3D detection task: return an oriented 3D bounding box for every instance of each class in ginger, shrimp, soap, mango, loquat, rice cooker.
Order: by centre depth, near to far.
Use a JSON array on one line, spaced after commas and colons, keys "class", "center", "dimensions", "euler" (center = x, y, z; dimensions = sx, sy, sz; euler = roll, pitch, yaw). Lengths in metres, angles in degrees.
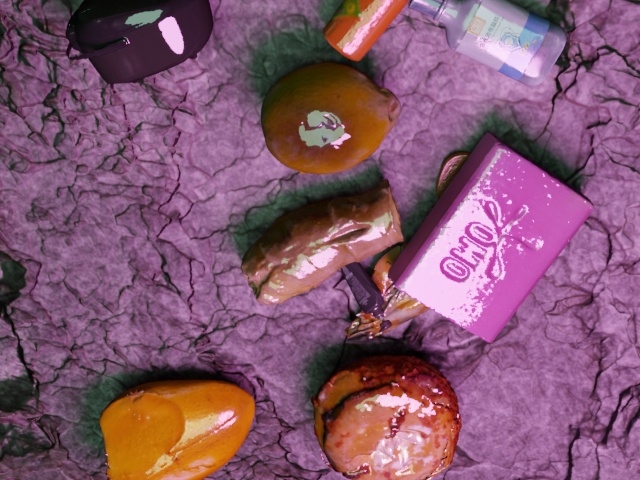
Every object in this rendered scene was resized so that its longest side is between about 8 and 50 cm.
[{"class": "rice cooker", "center": [-0.241, -0.285, 1.251], "dimensions": [0.203, 0.142, 0.118], "euler": [-14, 126, 16]}, {"class": "loquat", "center": [0.012, -0.167, 1.280], "dimensions": [0.195, 0.152, 0.152], "euler": [-3, 116, 17]}, {"class": "soap", "center": [0.241, 0.000, 1.343], "dimensions": [0.181, 0.081, 0.259], "euler": [32, 104, -14]}, {"class": "ginger", "center": [0.000, 0.000, 1.378], "dimensions": [0.263, 0.116, 0.109], "euler": [-26, 121, 12]}, {"class": "shrimp", "center": [0.115, 0.078, 1.441], "dimensions": [0.217, 0.051, 0.115], "euler": [-40, 100, 22]}, {"class": "mango", "center": [-0.225, 0.315, 1.549], "dimensions": [0.257, 0.138, 0.187], "euler": [-12, 96, 8]}]

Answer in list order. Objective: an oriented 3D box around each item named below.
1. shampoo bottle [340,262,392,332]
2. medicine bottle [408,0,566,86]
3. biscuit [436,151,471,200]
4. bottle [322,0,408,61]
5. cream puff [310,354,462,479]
[{"class": "shampoo bottle", "center": [0.066, 0.074, 1.417], "dimensions": [0.048, 0.027, 0.137], "euler": [-46, 70, 43]}, {"class": "medicine bottle", "center": [0.219, -0.284, 1.248], "dimensions": [0.208, 0.053, 0.090], "euler": [24, 118, -6]}, {"class": "biscuit", "center": [0.210, -0.085, 1.369], "dimensions": [0.078, 0.015, 0.091], "euler": [16, 117, -4]}, {"class": "bottle", "center": [0.083, -0.327, 1.236], "dimensions": [0.069, 0.069, 0.187], "euler": [37, 112, -12]}, {"class": "cream puff", "center": [0.103, 0.278, 1.481], "dimensions": [0.240, 0.164, 0.240], "euler": [-2, 128, -3]}]
